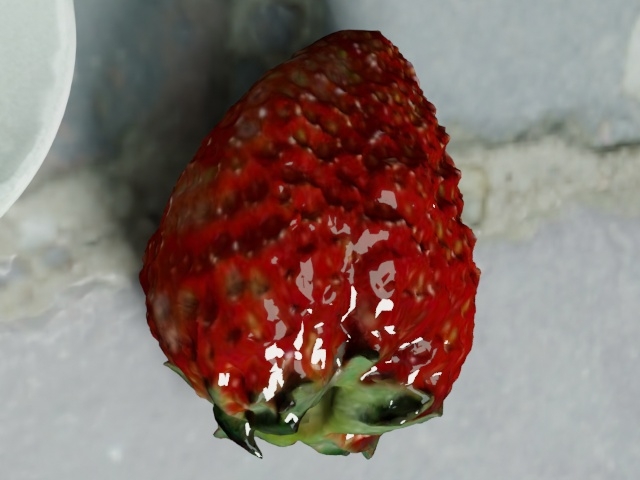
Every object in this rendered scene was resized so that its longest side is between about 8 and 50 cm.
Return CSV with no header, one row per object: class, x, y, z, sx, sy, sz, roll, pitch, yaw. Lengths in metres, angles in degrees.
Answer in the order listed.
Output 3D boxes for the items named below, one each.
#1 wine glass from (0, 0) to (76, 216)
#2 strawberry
wine glass,-0.164,-0.067,0.518,0.165,0.196,0.165,-5,100,-29
strawberry,-0.006,0.003,0.676,0.131,0.131,0.148,-2,70,-30
